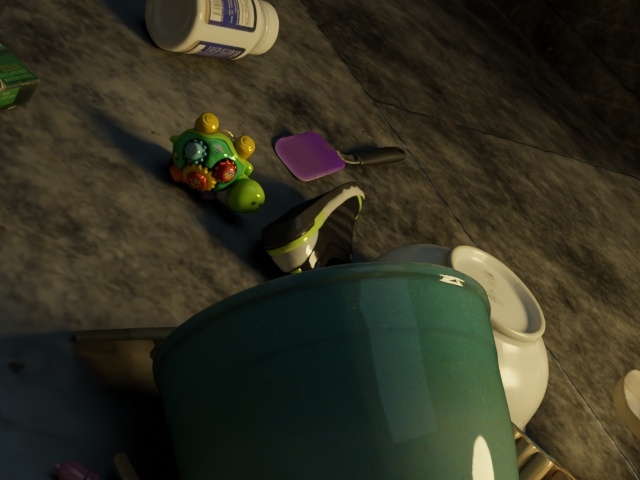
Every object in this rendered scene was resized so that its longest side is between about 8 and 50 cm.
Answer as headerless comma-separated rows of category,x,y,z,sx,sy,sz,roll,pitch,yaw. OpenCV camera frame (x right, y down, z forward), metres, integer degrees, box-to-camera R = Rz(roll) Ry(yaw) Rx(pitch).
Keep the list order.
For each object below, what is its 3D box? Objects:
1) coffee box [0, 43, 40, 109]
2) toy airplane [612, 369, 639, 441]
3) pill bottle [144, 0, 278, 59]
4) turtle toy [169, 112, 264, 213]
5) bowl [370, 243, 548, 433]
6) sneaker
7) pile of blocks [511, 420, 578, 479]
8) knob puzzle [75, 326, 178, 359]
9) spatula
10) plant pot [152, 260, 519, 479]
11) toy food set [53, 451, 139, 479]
coffee box,-0.395,-0.204,0.940,0.184,0.040,0.113,43,28,5
toy airplane,0.531,0.336,1.031,0.386,0.272,0.384,26,32,-25
pill bottle,-0.151,-0.321,1.329,0.187,0.112,0.112,-4,51,-53
turtle toy,-0.119,-0.081,1.056,0.130,0.095,0.066,32,51,-13
bowl,0.168,0.101,1.082,0.298,0.134,0.298,30,30,-19
sneaker,0.000,0.000,1.111,0.097,0.084,0.235,64,29,-6
pile of blocks,0.202,0.266,0.929,0.362,0.112,0.149,42,2,4
knob puzzle,-0.083,0.088,0.781,0.213,0.213,0.030,6,80,-46
spatula,0.043,-0.128,1.369,0.084,0.030,0.296,49,30,22
plant pot,0.027,0.190,0.669,0.272,0.272,0.255,14,51,-39
toy food set,-0.182,0.194,0.649,0.122,0.019,0.078,-8,53,-45
